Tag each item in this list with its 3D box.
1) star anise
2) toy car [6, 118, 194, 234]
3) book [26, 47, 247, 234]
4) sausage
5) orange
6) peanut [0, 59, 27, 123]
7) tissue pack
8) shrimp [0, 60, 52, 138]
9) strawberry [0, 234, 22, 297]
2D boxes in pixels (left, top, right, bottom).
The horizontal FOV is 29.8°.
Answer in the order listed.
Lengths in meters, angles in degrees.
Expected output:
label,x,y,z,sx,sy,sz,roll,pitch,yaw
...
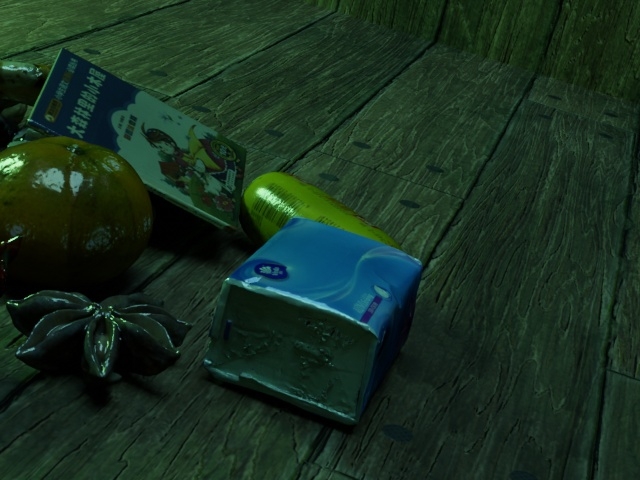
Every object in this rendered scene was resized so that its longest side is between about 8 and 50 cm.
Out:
label,x,y,z,sx,sy,sz,roll,pitch,yaw
star anise,-0.246,0.110,1.350,0.212,0.073,0.197,5,20,-16
toy car,-0.313,-0.103,1.772,0.301,0.118,0.193,14,19,-6
book,-0.250,-0.145,1.720,0.322,0.018,0.228,28,29,-17
sausage,0.000,0.000,1.707,0.123,0.123,0.347,-6,31,-42
orange,-0.329,-0.040,1.524,0.240,0.171,0.240,13,25,-6
peanut,-0.596,-0.259,1.952,0.256,0.124,0.123,19,22,3
tissue pack,0.000,0.088,1.463,0.198,0.146,0.263,19,22,11
shrimp,-0.434,-0.199,1.874,0.233,0.071,0.365,-11,-15,19
strawberry,-0.448,0.024,1.278,0.228,0.098,0.174,17,58,-11
